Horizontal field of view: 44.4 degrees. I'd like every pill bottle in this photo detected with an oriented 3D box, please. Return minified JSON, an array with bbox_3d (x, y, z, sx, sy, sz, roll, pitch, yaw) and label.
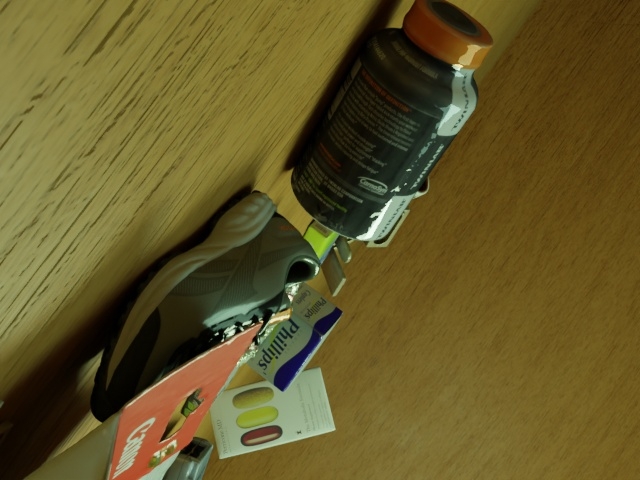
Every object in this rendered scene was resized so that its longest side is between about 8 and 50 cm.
[{"bbox_3d":[0.076,-0.127,0.813,0.246,0.130,0.130,-57,174,34],"label":"pill bottle"}]

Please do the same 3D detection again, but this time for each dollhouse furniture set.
[{"bbox_3d":[0.095,0.014,1.521,0.151,0.123,0.144,0,141,-27],"label":"dollhouse furniture set"}]

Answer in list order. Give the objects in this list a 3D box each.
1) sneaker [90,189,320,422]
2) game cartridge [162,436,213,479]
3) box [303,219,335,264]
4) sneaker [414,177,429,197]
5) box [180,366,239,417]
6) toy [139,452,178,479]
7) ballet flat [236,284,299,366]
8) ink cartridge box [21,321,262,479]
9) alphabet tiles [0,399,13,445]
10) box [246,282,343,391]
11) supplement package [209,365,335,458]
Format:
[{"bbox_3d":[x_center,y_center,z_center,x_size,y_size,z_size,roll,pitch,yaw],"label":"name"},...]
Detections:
[{"bbox_3d":[-0.091,0.058,0.675,0.271,0.108,0.100,-47,173,-42],"label":"sneaker"},{"bbox_3d":[-0.244,0.441,1.312,0.294,0.060,0.196,110,-4,-81],"label":"game cartridge"},{"bbox_3d":[0.000,0.000,1.407,0.109,0.042,0.178,-49,173,-35],"label":"box"},{"bbox_3d":[0.138,-0.098,1.571,0.106,0.123,0.290,-52,176,-40],"label":"sneaker"},{"bbox_3d":[-0.174,0.227,1.367,0.114,0.036,0.207,-48,172,-45],"label":"box"},{"bbox_3d":[-0.291,0.351,1.034,0.137,0.056,0.237,-58,167,29],"label":"toy"},{"bbox_3d":[-0.092,0.084,0.984,0.077,0.091,0.241,-15,142,-45],"label":"ballet flat"},{"bbox_3d":[-0.198,0.251,0.601,0.385,0.091,0.308,-33,165,-35],"label":"ink cartridge box"},{"bbox_3d":[-0.274,0.191,0.447,0.198,0.009,0.237,-56,174,15],"label":"alphabet tiles"},{"bbox_3d":[-0.063,0.116,1.096,0.126,0.137,0.072,-57,173,32],"label":"box"},{"bbox_3d":[-0.105,0.363,1.658,0.244,0.139,0.134,-14,169,-5],"label":"supplement package"}]
